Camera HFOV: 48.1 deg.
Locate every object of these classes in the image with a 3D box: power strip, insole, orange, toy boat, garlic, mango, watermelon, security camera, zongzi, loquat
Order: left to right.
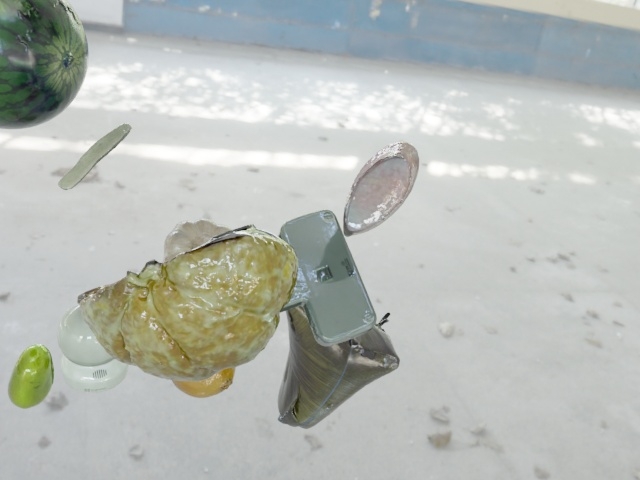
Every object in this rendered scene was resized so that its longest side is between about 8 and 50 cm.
[{"bbox_3d":[-0.659,-0.401,1.485,0.364,0.363,0.363,9,25,-4],"label":"watermelon"},{"bbox_3d":[-0.666,0.315,1.641,0.089,0.163,0.117,21,43,5],"label":"mango"},{"bbox_3d":[-0.635,0.282,2.001,0.195,0.236,0.194,4,33,-3],"label":"security camera"},{"bbox_3d":[-0.450,-0.171,1.433,0.063,0.010,0.192,17,58,37],"label":"insole"},{"bbox_3d":[-0.339,0.331,1.983,0.234,0.176,0.187,40,21,28],"label":"loquat"},{"bbox_3d":[-0.336,0.056,1.975,0.219,0.212,0.218,6,68,-16],"label":"garlic"},{"bbox_3d":[-0.194,0.116,1.172,0.369,0.210,0.271,-24,-5,17],"label":"orange"},{"bbox_3d":[-0.064,0.327,1.953,0.432,0.403,0.207,30,27,-35],"label":"zongzi"},{"bbox_3d":[-0.020,0.083,1.427,0.194,0.059,0.264,-18,77,-12],"label":"power strip"},{"bbox_3d":[0.110,-0.107,1.346,0.096,0.206,0.282,32,18,-3],"label":"toy boat"}]

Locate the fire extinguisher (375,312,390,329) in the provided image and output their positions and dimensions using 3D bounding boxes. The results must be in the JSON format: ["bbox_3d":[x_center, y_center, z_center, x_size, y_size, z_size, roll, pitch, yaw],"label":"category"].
[{"bbox_3d":[0.163,0.324,2.243,0.071,0.099,0.231,36,53,-6],"label":"fire extinguisher"}]
